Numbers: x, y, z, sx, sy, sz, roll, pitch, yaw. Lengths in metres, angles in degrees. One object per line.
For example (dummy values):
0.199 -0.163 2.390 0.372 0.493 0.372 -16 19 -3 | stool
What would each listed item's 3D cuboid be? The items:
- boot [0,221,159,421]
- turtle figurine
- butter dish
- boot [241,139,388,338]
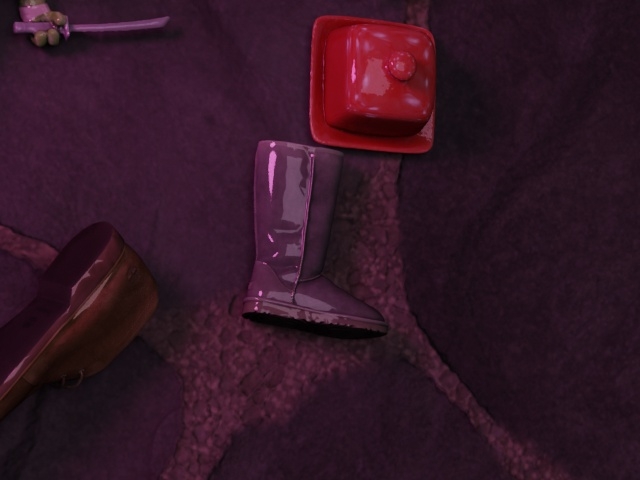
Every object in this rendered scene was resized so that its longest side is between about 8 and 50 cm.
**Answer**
-0.289 0.130 1.657 0.305 0.112 0.115 -48 124 -13 | boot
-0.327 -0.267 1.650 0.274 0.198 0.266 43 75 -5 | turtle figurine
0.077 -0.191 1.822 0.160 0.118 0.160 5 80 -19 | butter dish
0.002 0.000 1.800 0.189 0.076 0.209 15 71 -19 | boot
